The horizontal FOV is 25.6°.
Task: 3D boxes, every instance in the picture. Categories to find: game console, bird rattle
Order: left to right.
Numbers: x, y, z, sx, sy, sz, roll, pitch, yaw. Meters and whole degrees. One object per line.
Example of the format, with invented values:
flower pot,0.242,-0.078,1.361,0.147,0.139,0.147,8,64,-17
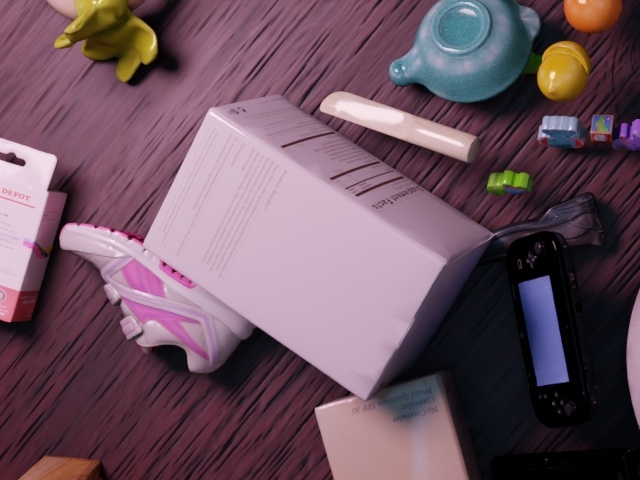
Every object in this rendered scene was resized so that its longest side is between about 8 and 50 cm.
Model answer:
bird rattle,-0.229,-0.322,1.597,0.207,0.143,0.253,30,90,27
game console,0.242,0.174,1.458,0.044,0.213,0.361,-5,83,-32

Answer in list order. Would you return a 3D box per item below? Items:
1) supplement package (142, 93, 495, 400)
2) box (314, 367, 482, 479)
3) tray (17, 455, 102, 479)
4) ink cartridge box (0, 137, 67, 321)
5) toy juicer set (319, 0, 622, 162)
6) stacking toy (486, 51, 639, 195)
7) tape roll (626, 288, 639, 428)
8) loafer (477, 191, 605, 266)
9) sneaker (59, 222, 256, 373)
supplement package,0.000,0.000,1.484,0.293,0.175,0.177,34,111,14
box,0.110,0.305,1.505,0.148,0.121,0.311,-18,84,10
tray,-0.299,0.454,1.531,0.076,0.203,0.411,6,89,-2
ink cartridge box,-0.370,-0.016,1.636,0.115,0.067,0.198,18,93,10
toy juicer set,0.185,-0.191,1.515,0.329,0.089,0.209,-46,64,1
stacking toy,0.296,-0.113,1.506,0.221,0.052,0.167,6,67,17
tape roll,0.502,0.123,1.414,0.392,0.072,0.392,1,82,-5
loafer,0.226,0.006,1.527,0.170,0.062,0.061,-22,89,10
sneaker,-0.194,0.065,1.581,0.252,0.103,0.111,31,92,11
